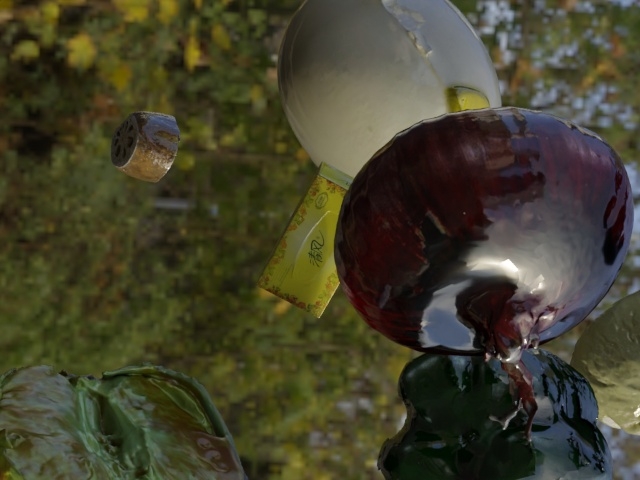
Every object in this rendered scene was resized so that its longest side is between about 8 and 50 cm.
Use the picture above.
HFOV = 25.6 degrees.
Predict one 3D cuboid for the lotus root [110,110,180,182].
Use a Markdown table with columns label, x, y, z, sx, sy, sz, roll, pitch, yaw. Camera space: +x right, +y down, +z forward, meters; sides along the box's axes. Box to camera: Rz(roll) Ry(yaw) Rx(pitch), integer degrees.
| label | x | y | z | sx | sy | sz | roll | pitch | yaw |
| --- | --- | --- | --- | --- | --- | --- | --- | --- | --- |
| lotus root | -0.292 | -0.155 | 2.346 | 0.122 | 0.081 | 0.112 | -37 | -130 | 46 |

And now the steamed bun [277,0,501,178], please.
| label | x | y | z | sx | sy | sz | roll | pitch | yaw |
| --- | --- | --- | --- | --- | --- | --- | --- | --- | --- |
| steamed bun | 0.103 | -0.223 | 2.099 | 0.374 | 0.334 | 0.334 | 53 | -9 | 8 |

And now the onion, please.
| label | x | y | z | sx | sy | sz | roll | pitch | yaw |
| --- | --- | --- | --- | --- | --- | --- | --- | --- | --- |
| onion | 0.152 | 0.019 | 1.238 | 0.273 | 0.273 | 0.285 | 96 | -14 | -54 |

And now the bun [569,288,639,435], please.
| label | x | y | z | sx | sy | sz | roll | pitch | yaw |
| --- | --- | --- | --- | --- | --- | --- | --- | --- | --- |
| bun | 0.475 | 0.180 | 2.007 | 0.153 | 0.243 | 0.244 | -113 | -158 | -51 |

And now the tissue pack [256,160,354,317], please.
| label | x | y | z | sx | sy | sz | roll | pitch | yaw |
| --- | --- | --- | --- | --- | --- | --- | --- | --- | --- |
| tissue pack | 0.000 | 0.000 | 1.809 | 0.176 | 0.095 | 0.062 | -60 | -175 | 19 |

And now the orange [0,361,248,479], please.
| label | x | y | z | sx | sy | sz | roll | pitch | yaw |
| --- | --- | --- | --- | --- | --- | --- | --- | --- | --- |
| orange | -0.250 | 0.267 | 1.674 | 0.196 | 0.334 | 0.263 | -59 | -136 | 43 |

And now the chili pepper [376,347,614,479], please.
| label | x | y | z | sx | sy | sz | roll | pitch | yaw |
| --- | --- | --- | --- | --- | --- | --- | --- | --- | --- |
| chili pepper | 0.191 | 0.221 | 1.587 | 0.256 | 0.248 | 0.233 | 40 | 38 | -63 |
